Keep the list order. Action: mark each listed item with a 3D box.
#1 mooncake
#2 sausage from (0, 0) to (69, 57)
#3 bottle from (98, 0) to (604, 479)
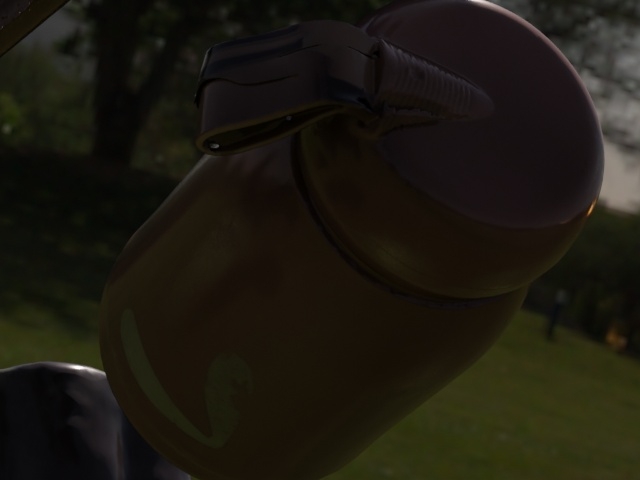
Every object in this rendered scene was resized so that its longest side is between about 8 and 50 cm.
[{"bbox_3d":[-0.244,0.233,1.560,0.306,0.306,0.154,15,45,-31],"label":"mooncake"},{"bbox_3d":[-0.080,-0.055,0.455,0.026,0.116,0.026,28,-36,23],"label":"sausage"},{"bbox_3d":[0.000,0.000,0.937,0.206,0.173,0.297,16,-30,-21],"label":"bottle"}]
